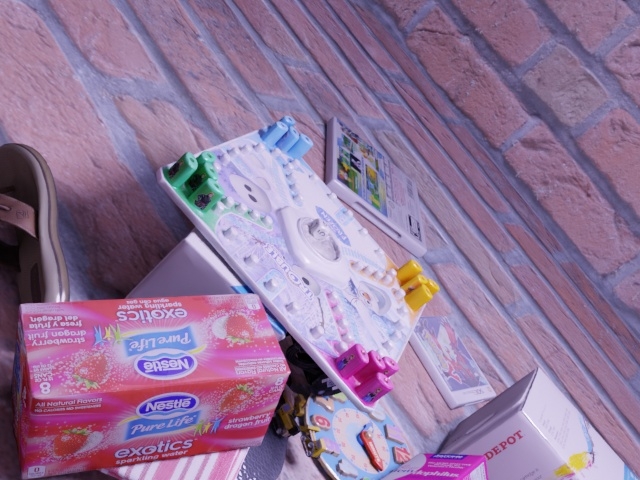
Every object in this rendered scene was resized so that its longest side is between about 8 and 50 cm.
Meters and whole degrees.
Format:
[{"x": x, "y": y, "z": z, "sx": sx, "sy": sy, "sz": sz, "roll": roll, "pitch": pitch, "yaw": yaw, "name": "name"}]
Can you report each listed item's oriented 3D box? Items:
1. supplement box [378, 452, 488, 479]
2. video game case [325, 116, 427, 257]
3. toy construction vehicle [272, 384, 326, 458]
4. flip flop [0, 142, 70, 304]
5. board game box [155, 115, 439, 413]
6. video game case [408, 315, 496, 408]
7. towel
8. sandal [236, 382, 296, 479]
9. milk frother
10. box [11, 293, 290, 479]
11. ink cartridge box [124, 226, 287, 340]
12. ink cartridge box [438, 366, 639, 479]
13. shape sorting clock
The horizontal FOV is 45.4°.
[{"x": 0.144, "y": 0.373, "z": 1.036, "sx": 0.220, "sy": 0.111, "sz": 0.114, "roll": -2, "pitch": 85, "yaw": -59, "name": "supplement box"}, {"x": 0.133, "y": -0.137, "z": 1.880, "sx": 0.300, "sy": 0.036, "sz": 0.329, "roll": 36, "pitch": 28, "yaw": -21, "name": "video game case"}, {"x": -0.029, "y": 0.234, "z": 1.017, "sx": 0.086, "sy": 0.035, "sz": 0.098, "roll": 36, "pitch": 25, "yaw": -50, "name": "toy construction vehicle"}, {"x": -0.356, "y": -0.005, "z": 0.889, "sx": 0.080, "sy": 0.112, "sz": 0.277, "roll": 3, "pitch": 53, "yaw": -36, "name": "flip flop"}, {"x": 0.000, "y": 0.000, "z": 1.078, "sx": 0.390, "sy": 0.050, "sz": 0.390, "roll": 49, "pitch": 24, "yaw": -1, "name": "board game box"}, {"x": 0.257, "y": 0.239, "z": 1.542, "sx": 0.183, "sy": 0.023, "sz": 0.201, "roll": 7, "pitch": 46, "yaw": -54, "name": "video game case"}, {"x": -0.179, "y": 0.212, "z": 0.837, "sx": 0.197, "sy": 0.029, "sz": 0.144, "roll": 23, "pitch": 35, "yaw": 2, "name": "towel"}, {"x": -0.086, "y": 0.253, "z": 0.982, "sx": 0.097, "sy": 0.054, "sz": 0.254, "roll": 54, "pitch": 16, "yaw": 0, "name": "sandal"}, {"x": -0.009, "y": 0.138, "z": 1.117, "sx": 0.129, "sy": 0.143, "sz": 0.135, "roll": -7, "pitch": 51, "yaw": -23, "name": "milk frother"}, {"x": -0.178, "y": 0.144, "z": 0.791, "sx": 0.256, "sy": 0.128, "sz": 0.123, "roll": 0, "pitch": 40, "yaw": -28, "name": "box"}, {"x": -0.129, "y": 0.063, "z": 1.038, "sx": 0.171, "sy": 0.168, "sz": 0.233, "roll": 45, "pitch": 25, "yaw": -6, "name": "ink cartridge box"}, {"x": 0.353, "y": 0.388, "z": 1.229, "sx": 0.270, "sy": 0.198, "sz": 0.197, "roll": 50, "pitch": 26, "yaw": 7, "name": "ink cartridge box"}, {"x": 0.061, "y": 0.297, "z": 1.140, "sx": 0.206, "sy": 0.040, "sz": 0.206, "roll": 36, "pitch": 27, "yaw": -22, "name": "shape sorting clock"}]
